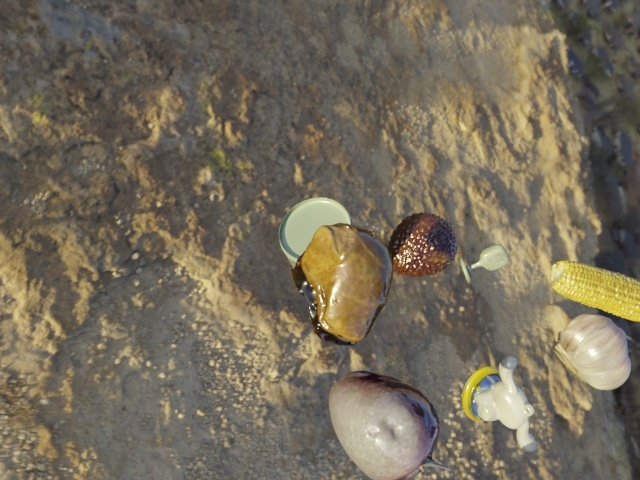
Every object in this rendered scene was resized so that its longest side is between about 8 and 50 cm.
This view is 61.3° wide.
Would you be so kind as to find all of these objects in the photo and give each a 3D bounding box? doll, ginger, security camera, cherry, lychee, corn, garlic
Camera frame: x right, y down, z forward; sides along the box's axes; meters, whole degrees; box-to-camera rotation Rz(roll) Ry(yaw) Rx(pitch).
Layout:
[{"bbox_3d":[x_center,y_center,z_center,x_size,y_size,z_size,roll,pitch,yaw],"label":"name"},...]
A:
[{"bbox_3d":[0.517,0.460,1.618,0.160,0.242,0.310,-14,116,-9],"label":"doll"},{"bbox_3d":[0.073,0.086,1.275,0.200,0.223,0.269,0,52,-47],"label":"ginger"},{"bbox_3d":[0.323,0.041,1.063,0.058,0.092,0.058,-23,90,-78],"label":"security camera"},{"bbox_3d":[0.125,0.350,1.013,0.266,0.213,0.183,31,64,24],"label":"cherry"},{"bbox_3d":[0.353,0.021,1.898,0.271,0.236,0.235,-29,95,-17],"label":"lychee"},{"bbox_3d":[0.542,0.096,1.016,0.238,0.080,0.080,17,60,-10],"label":"corn"},{"bbox_3d":[0.761,0.304,1.508,0.257,0.207,0.207,3,72,-46],"label":"garlic"}]

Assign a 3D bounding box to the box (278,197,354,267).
[{"bbox_3d":[0.000,0.000,1.641,0.149,0.226,0.226,65,30,-57],"label":"box"}]
